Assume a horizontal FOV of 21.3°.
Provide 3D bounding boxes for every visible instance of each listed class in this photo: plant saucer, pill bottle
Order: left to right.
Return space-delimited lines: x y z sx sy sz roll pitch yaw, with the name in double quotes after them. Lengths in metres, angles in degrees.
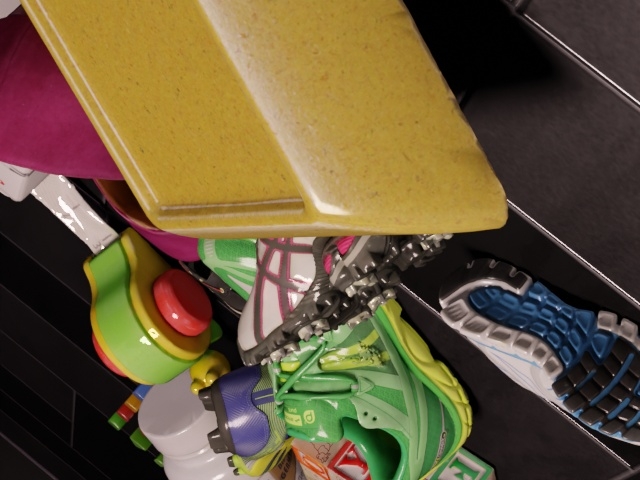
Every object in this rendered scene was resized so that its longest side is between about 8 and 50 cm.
-0.079 -0.125 0.966 0.333 0.081 0.333 60 156 -14 "plant saucer"
-0.099 0.244 1.880 0.131 0.131 0.229 18 151 48 "pill bottle"

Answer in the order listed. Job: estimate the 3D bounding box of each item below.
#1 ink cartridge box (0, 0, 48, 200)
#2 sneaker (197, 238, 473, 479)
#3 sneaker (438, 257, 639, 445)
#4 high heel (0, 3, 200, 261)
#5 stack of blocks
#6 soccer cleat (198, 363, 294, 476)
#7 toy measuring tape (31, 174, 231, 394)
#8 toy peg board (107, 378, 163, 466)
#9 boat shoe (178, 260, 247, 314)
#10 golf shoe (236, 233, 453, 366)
-0.277 -0.135 1.421 0.158 0.092 0.218 41 159 -2 "ink cartridge box"
0.007 0.094 1.348 0.295 0.123 0.109 46 156 -22 "sneaker"
0.167 0.081 1.126 0.190 0.071 0.083 36 169 37 "sneaker"
-0.168 -0.045 1.255 0.127 0.181 0.377 15 152 23 "high heel"
0.087 0.267 1.648 0.171 0.087 0.297 31 159 26 "stack of blocks"
-0.042 0.177 1.687 0.289 0.121 0.093 64 -168 -78 "soccer cleat"
-0.205 0.039 1.632 0.330 0.121 0.121 46 160 -19 "toy measuring tape"
-0.180 0.225 2.074 0.161 0.079 0.160 40 161 -2 "toy peg board"
-0.078 0.028 1.480 0.133 0.049 0.042 27 166 45 "boat shoe"
0.000 0.000 1.186 0.120 0.105 0.273 59 148 12 "golf shoe"
